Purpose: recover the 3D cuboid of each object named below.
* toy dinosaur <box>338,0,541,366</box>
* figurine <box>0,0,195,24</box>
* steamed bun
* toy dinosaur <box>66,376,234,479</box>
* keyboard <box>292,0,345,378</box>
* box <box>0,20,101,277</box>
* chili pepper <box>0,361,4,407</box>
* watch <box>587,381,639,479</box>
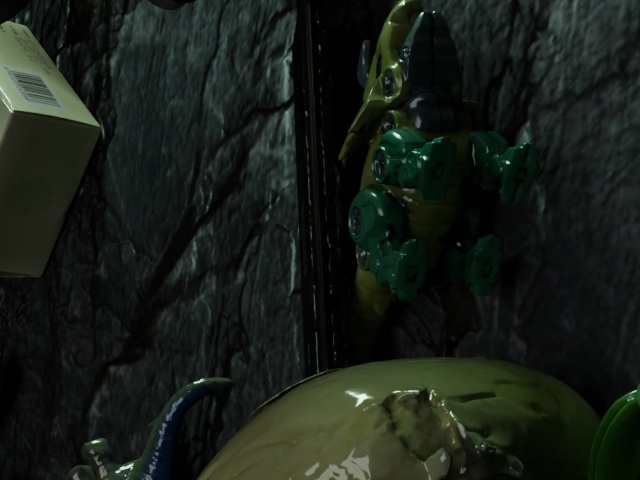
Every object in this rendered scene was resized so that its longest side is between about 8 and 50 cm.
[{"bbox_3d":[0.056,-0.013,0.968,0.153,0.094,0.259,-130,45,-59],"label":"toy dinosaur"},{"bbox_3d":[-0.144,-0.233,1.026,0.218,0.365,0.206,-47,38,38],"label":"figurine"},{"bbox_3d":[0.023,0.159,0.857,0.273,0.232,0.166,-58,47,29],"label":"steamed bun"},{"bbox_3d":[-0.120,0.232,1.180,0.248,0.075,0.188,-48,58,28],"label":"toy dinosaur"},{"bbox_3d":[0.000,0.000,1.049,0.106,0.027,0.317,103,165,-75],"label":"keyboard"},{"bbox_3d":[-0.307,-0.091,1.438,0.212,0.095,0.168,49,123,45],"label":"box"},{"bbox_3d":[-0.357,0.178,1.476,0.216,0.062,0.108,-51,47,30],"label":"chili pepper"},{"bbox_3d":[0.200,0.132,0.730,0.165,0.131,0.152,55,135,41],"label":"watch"}]
